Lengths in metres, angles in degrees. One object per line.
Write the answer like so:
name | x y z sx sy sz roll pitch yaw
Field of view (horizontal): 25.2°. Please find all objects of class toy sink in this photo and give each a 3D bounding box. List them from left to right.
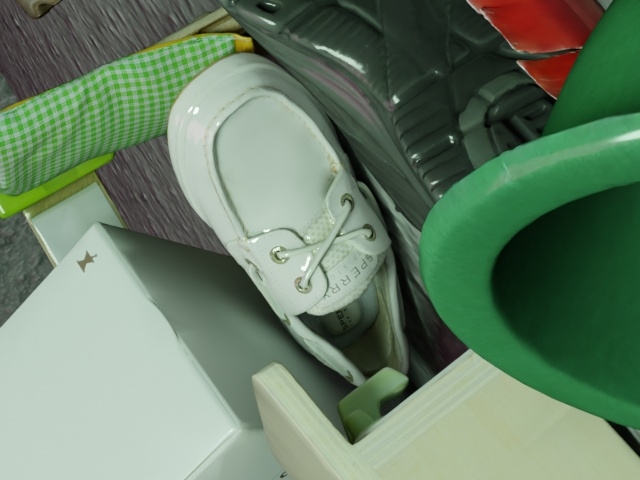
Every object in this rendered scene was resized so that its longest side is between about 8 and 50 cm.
toy sink | 0.089 0.139 0.757 0.234 0.131 0.153 48 165 21

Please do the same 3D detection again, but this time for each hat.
hat | 0.119 -0.059 0.395 0.209 0.183 0.173 21 151 -14

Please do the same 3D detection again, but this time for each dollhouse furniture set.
dollhouse furniture set | -0.109 -0.042 0.930 0.151 0.198 0.301 61 168 -7

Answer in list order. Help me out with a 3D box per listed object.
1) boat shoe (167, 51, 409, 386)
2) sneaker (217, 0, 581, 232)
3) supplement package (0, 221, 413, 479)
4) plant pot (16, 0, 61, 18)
boat shoe | 0.000 0.000 0.864 0.096 0.098 0.277 47 173 40
sneaker | 0.032 -0.068 0.551 0.286 0.109 0.130 56 174 21
supplement package | -0.079 0.127 0.995 0.177 0.175 0.293 52 -163 27
plant pot | -0.165 -0.228 0.820 0.165 0.167 0.167 53 169 -13
